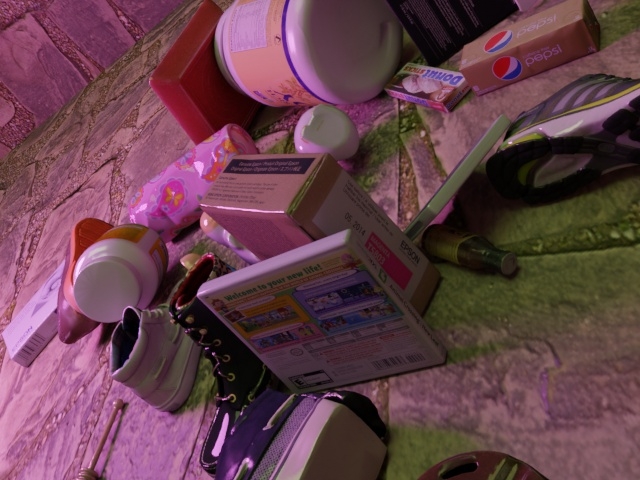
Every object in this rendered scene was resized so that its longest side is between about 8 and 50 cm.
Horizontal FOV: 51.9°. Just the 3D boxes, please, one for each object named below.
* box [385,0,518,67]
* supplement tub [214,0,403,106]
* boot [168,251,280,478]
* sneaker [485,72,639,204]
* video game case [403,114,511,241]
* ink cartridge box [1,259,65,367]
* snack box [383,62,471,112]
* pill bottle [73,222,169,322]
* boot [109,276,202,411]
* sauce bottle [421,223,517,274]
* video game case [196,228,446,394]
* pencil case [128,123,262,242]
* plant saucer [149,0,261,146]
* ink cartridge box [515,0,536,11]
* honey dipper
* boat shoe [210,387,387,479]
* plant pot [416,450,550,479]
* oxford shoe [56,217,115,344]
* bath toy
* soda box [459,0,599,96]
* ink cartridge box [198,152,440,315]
[{"bbox_3d":[0.178,-0.440,1.048,0.184,0.261,0.103,-32,35,18],"label":"box"},{"bbox_3d":[-0.034,-0.372,1.228,0.331,0.241,0.241,14,64,54],"label":"supplement tub"},{"bbox_3d":[-0.128,0.150,0.812,0.085,0.178,0.236,-7,48,44],"label":"boot"},{"bbox_3d":[0.324,-0.142,0.706,0.300,0.111,0.121,-15,40,36],"label":"sneaker"},{"bbox_3d":[0.156,-0.065,0.795,0.157,0.019,0.143,-49,-5,-20],"label":"video game case"},{"bbox_3d":[-0.626,0.150,1.490,0.223,0.045,0.224,-52,33,-10],"label":"ink cartridge box"},{"bbox_3d":[0.172,-0.251,1.067,0.064,0.022,0.178,-46,32,-4],"label":"snack box"},{"bbox_3d":[-0.343,0.056,1.131,0.136,0.136,0.246,-43,12,3],"label":"pill bottle"},{"bbox_3d":[-0.245,0.127,1.019,0.095,0.123,0.258,-29,36,23],"label":"boot"},{"bbox_3d":[0.172,0.011,0.763,0.042,0.042,0.128,-52,35,-11],"label":"sauce bottle"},{"bbox_3d":[0.000,0.090,0.725,0.212,0.193,0.023,-20,33,33],"label":"video game case"},{"bbox_3d":[-0.243,-0.106,1.287,0.284,0.124,0.124,-34,34,18],"label":"pencil case"},{"bbox_3d":[-0.207,-0.320,1.361,0.047,0.258,0.259,3,54,32],"label":"plant saucer"},{"bbox_3d":[0.402,-0.508,0.924,0.353,0.207,0.119,-43,31,5],"label":"ink cartridge box"},{"bbox_3d":[-0.336,0.312,1.006,0.030,0.030,0.161,-22,37,32],"label":"honey dipper"},{"bbox_3d":[-0.071,0.300,0.658,0.158,0.127,0.340,-6,41,53],"label":"boat shoe"},{"bbox_3d":[0.137,0.234,0.440,0.167,0.165,0.167,-29,37,24],"label":"plant pot"},{"bbox_3d":[-0.481,0.068,1.353,0.133,0.130,0.364,-53,22,18],"label":"oxford shoe"},{"bbox_3d":[-0.073,-0.068,1.055,0.348,0.151,0.129,-53,-10,-9],"label":"bath toy"},{"bbox_3d":[0.291,-0.271,0.924,0.181,0.058,0.061,-16,43,38],"label":"soda box"},{"bbox_3d":[0.000,0.000,0.785,0.193,0.234,0.088,7,60,50],"label":"ink cartridge box"}]
